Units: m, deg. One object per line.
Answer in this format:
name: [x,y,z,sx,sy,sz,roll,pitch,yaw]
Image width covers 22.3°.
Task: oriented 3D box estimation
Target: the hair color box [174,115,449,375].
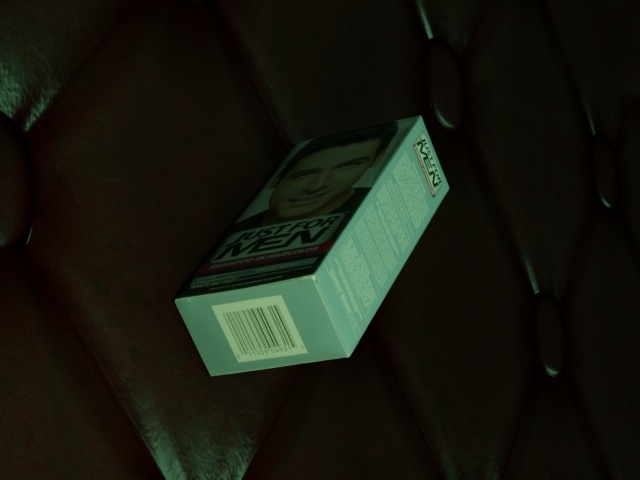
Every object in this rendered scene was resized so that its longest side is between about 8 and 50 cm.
hair color box: [0.000,0.000,1.902,0.113,0.185,0.374,67,32,-22]
